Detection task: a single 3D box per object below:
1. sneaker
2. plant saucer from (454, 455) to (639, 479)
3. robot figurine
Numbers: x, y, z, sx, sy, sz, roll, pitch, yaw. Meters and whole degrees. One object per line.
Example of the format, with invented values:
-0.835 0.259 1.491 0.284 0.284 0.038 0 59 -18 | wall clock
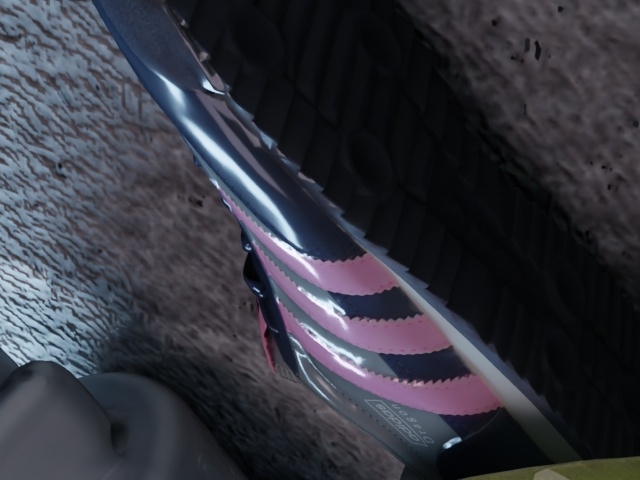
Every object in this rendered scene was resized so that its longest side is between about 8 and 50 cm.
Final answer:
0.000 0.000 0.503 0.131 0.112 0.319 -21 119 38 | sneaker
0.126 0.133 0.542 0.241 0.037 0.241 -2 157 -1 | plant saucer
-0.097 0.212 0.705 0.300 0.200 0.353 13 143 52 | robot figurine
